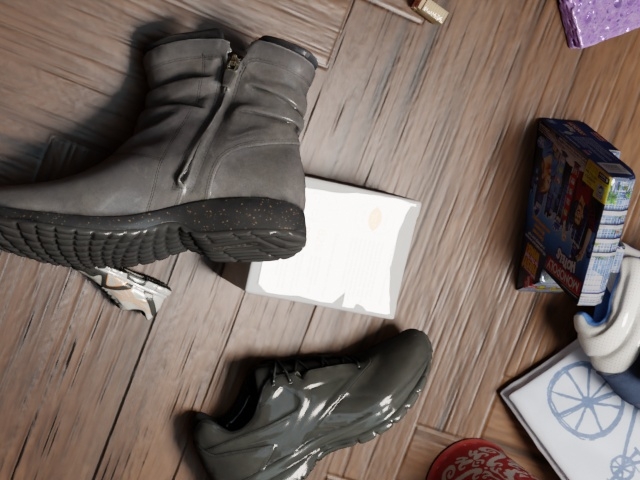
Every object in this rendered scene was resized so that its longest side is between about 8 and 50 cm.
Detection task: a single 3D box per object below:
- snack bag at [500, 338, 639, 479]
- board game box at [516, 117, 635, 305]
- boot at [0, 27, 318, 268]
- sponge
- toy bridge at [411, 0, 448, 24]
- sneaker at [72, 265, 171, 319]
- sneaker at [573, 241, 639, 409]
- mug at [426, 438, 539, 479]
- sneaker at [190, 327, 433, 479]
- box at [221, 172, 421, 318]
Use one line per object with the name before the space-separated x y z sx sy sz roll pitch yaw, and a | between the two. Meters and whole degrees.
snack bag | 0.431 0.205 1.825 0.342 0.037 0.323 -36 83 -11
board game box | 0.278 -0.011 1.741 0.060 0.194 0.194 4 112 -17
boot | -0.172 -0.093 1.573 0.338 0.118 0.223 1 72 -3
sponge | 0.303 -0.328 1.758 0.117 0.031 0.210 -23 106 -16
toy bridge | 0.149 -0.326 1.702 0.063 0.026 0.188 32 87 -21
sneaker | -0.207 0.047 1.625 0.109 0.040 0.044 25 97 -20
sneaker | 0.432 0.048 1.772 0.236 0.130 0.323 43 83 0
mug | 0.197 0.313 1.755 0.113 0.169 0.150 10 95 -23
sneaker | -0.008 0.168 1.691 0.286 0.109 0.130 -34 103 -14
box | 0.000 0.000 1.667 0.170 0.091 0.130 12 94 -22
